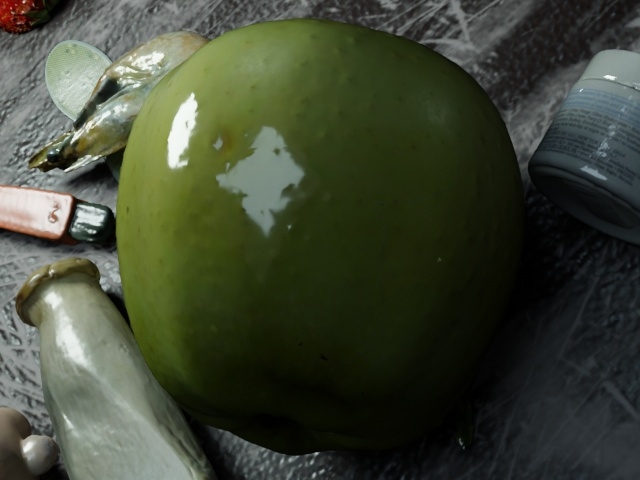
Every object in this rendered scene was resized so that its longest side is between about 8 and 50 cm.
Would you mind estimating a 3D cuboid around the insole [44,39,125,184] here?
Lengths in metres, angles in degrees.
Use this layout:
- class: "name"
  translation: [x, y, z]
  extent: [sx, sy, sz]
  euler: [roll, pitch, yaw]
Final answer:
- class: "insole"
  translation: [-0.321, -0.191, 1.787]
  extent: [0.109, 0.007, 0.322]
  euler: [-40, 57, 5]

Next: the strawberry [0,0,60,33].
- class: "strawberry"
  translation: [-0.479, -0.406, 1.920]
  extent: [0.187, 0.082, 0.146]
  euler: [18, 70, 35]

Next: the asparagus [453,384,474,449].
- class: "asparagus"
  translation: [0.159, 0.186, 1.388]
  extent: [0.025, 0.021, 0.108]
  euler: [-13, 64, 25]

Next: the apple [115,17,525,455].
- class: "apple"
  translation: [0.000, 0.000, 1.300]
  extent: [0.473, 0.473, 0.474]
  euler: [-10, 65, 21]

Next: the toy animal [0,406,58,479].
- class: "toy animal"
  translation: [-0.469, 0.279, 1.504]
  extent: [0.229, 0.221, 0.210]
  euler: [37, 97, 47]

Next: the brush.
- class: "brush"
  translation: [-0.428, -0.044, 1.751]
  extent: [0.323, 0.051, 0.070]
  euler: [12, 81, 26]

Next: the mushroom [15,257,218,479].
- class: "mushroom"
  translation: [-0.266, 0.196, 1.519]
  extent: [0.154, 0.137, 0.407]
  euler: [-49, 53, 19]

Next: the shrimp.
- class: "shrimp"
  translation: [-0.282, -0.194, 1.730]
  extent: [0.317, 0.077, 0.168]
  euler: [-28, 49, 4]

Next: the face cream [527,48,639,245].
- class: "face cream"
  translation: [0.334, -0.096, 1.334]
  extent: [0.177, 0.177, 0.153]
  euler: [29, 83, 32]
